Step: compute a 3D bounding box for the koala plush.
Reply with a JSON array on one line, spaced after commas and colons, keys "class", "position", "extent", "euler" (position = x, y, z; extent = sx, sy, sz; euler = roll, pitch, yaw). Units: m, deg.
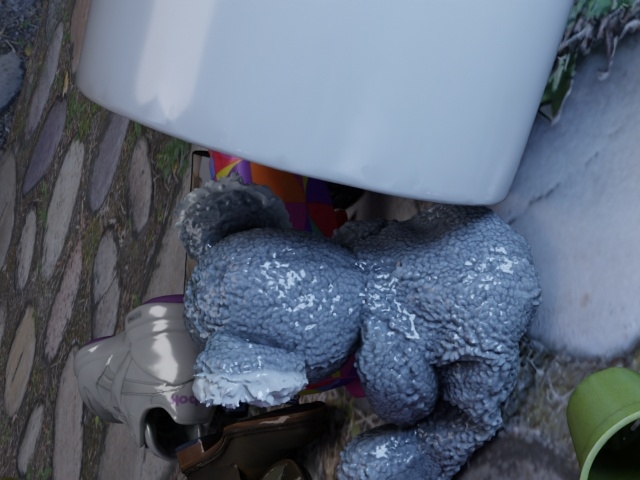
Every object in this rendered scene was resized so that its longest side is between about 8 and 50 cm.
[{"class": "koala plush", "position": [0.009, 0.047, 0.837], "extent": [0.203, 0.221, 0.196], "euler": [-51, 35, 45]}]

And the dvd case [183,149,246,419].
[{"class": "dvd case", "position": [-0.106, 0.038, 1.294], "extent": [0.180, 0.022, 0.253], "euler": [-162, 74, -66]}]

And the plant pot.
[{"class": "plant pot", "position": [0.163, 0.105, 0.657], "extent": [0.079, 0.083, 0.083], "euler": [-109, 37, -68]}]

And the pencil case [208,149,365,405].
[{"class": "pencil case", "position": [-0.028, 0.016, 1.014], "extent": [0.104, 0.104, 0.236], "euler": [-30, 68, 59]}]

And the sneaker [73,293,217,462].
[{"class": "sneaker", "position": [-0.181, 0.161, 1.286], "extent": [0.305, 0.114, 0.152], "euler": [138, 130, -60]}]

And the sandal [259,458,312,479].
[{"class": "sandal", "position": [-0.002, 0.275, 0.960], "extent": [0.090, 0.060, 0.219], "euler": [-41, 55, 26]}]

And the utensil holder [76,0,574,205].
[{"class": "utensil holder", "position": [0.028, -0.249, 0.813], "extent": [0.327, 0.327, 0.386], "euler": [39, 115, 64]}]

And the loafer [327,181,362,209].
[{"class": "loafer", "position": [-0.023, -0.039, 1.146], "extent": [0.170, 0.061, 0.062], "euler": [-47, 39, 51]}]

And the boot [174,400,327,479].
[{"class": "boot", "position": [-0.048, 0.208, 1.100], "extent": [0.219, 0.082, 0.106], "euler": [-32, 72, 54]}]

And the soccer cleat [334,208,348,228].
[{"class": "soccer cleat", "position": [0.000, 0.000, 1.119], "extent": [0.036, 0.029, 0.083], "euler": [-112, 36, -46]}]

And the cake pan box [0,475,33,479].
[{"class": "cake pan box", "position": [-0.352, 0.382, 1.448], "extent": [0.070, 0.245, 0.267], "euler": [-66, 26, 25]}]
